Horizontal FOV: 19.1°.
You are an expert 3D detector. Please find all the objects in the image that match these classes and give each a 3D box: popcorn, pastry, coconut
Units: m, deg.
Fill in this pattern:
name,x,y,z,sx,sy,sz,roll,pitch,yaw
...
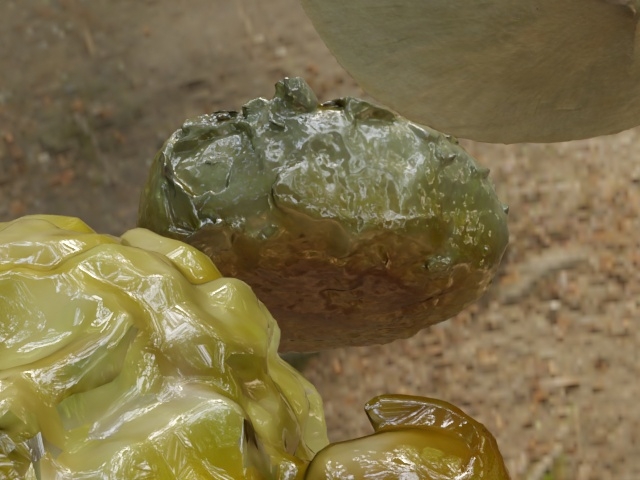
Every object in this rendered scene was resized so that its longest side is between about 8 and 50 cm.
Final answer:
name,x,y,z,sx,sy,sz,roll,pitch,yaw
popcorn,-0.093,0.102,0.608,0.332,0.225,0.265,-4,20,13
pastry,0.000,0.000,1.534,0.330,0.329,0.136,-3,66,9
coconut,0.119,-0.199,0.962,0.329,0.329,0.329,-6,43,6
